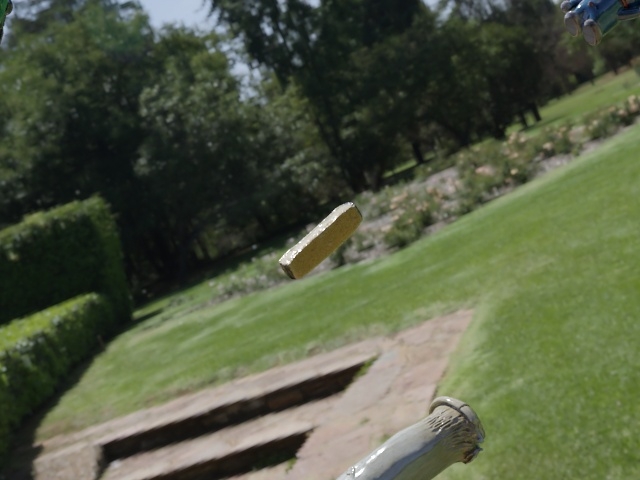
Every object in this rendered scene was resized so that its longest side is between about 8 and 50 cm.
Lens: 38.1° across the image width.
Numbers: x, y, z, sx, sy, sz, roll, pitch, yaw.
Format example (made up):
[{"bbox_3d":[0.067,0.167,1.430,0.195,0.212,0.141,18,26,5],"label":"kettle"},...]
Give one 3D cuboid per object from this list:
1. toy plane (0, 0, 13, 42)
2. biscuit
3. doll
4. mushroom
[{"bbox_3d":[-0.344,-0.262,0.951,0.096,0.060,0.235,-15,-46,-62],"label":"toy plane"},{"bbox_3d":[0.000,0.000,1.750,0.188,0.052,0.056,-42,25,-23],"label":"biscuit"},{"bbox_3d":[0.417,-0.342,1.310,0.152,0.114,0.085,-44,-36,-12],"label":"doll"},{"bbox_3d":[0.075,0.249,0.955,0.223,0.092,0.081,-45,27,-7],"label":"mushroom"}]
